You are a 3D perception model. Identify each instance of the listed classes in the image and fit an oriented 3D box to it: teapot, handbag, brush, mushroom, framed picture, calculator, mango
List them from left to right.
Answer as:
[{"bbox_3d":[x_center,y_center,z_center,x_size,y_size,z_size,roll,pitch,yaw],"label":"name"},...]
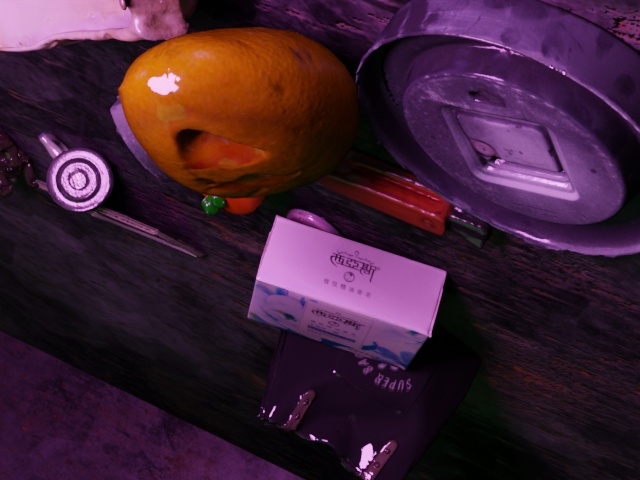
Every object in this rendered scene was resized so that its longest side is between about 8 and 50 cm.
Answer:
[{"bbox_3d":[-0.423,-0.110,2.267,0.149,0.111,0.108,21,-179,-1],"label":"teapot"},{"bbox_3d":[-0.258,-0.335,1.509,0.292,0.212,0.217,8,112,48],"label":"mushroom"},{"bbox_3d":[-0.360,-0.035,2.402,0.273,0.016,0.216,21,174,23],"label":"framed picture"},{"bbox_3d":[-0.096,-0.152,1.486,0.253,0.182,0.365,-10,169,20],"label":"mango"},{"bbox_3d":[0.000,0.000,2.076,0.103,0.024,0.166,16,157,31],"label":"calculator"},{"bbox_3d":[0.066,0.239,2.175,0.342,0.288,0.152,32,155,-7],"label":"handbag"},{"bbox_3d":[0.080,-0.074,1.768,0.323,0.051,0.070,23,165,9],"label":"brush"}]

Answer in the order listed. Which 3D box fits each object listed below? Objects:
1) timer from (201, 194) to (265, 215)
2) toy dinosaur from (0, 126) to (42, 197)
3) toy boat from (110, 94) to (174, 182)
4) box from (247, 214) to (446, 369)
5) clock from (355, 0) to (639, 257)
[{"bbox_3d":[-0.134,-0.089,1.912,0.136,0.136,0.099,41,162,-29],"label":"timer"},{"bbox_3d":[-0.590,-0.175,2.463,0.179,0.087,0.187,60,154,26],"label":"toy dinosaur"},{"bbox_3d":[-0.150,-0.173,1.767,0.320,0.092,0.141,-15,119,44],"label":"toy boat"},{"bbox_3d":[0.036,0.086,2.040,0.274,0.116,0.203,18,157,-1],"label":"box"},{"bbox_3d":[0.221,-0.121,1.428,0.386,0.076,0.386,26,159,11],"label":"clock"}]
